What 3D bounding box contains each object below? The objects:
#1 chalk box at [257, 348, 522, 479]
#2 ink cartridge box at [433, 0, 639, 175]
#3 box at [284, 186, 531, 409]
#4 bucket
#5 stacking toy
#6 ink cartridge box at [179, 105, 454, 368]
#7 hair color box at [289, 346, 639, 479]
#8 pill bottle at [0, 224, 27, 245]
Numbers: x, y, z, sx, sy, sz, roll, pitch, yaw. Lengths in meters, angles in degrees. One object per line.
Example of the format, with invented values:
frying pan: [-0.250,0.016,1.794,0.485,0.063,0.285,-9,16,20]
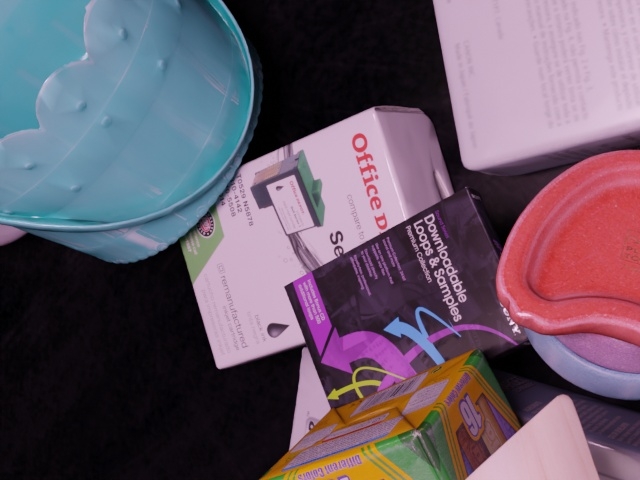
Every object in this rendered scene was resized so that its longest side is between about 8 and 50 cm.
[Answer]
chalk box: [0.078,0.202,0.595,0.132,0.132,0.213,-28,91,29]
ink cartridge box: [0.251,-0.232,0.616,0.385,0.091,0.308,-12,84,31]
box: [0.062,0.050,0.679,0.162,0.029,0.116,-29,71,21]
bucket: [-0.193,-0.124,0.794,0.281,0.183,0.281,-23,52,33]
stacking toy: [0.232,0.112,0.548,0.309,0.130,0.279,25,64,18]
ink cartridge box: [0.000,0.000,0.793,0.219,0.092,0.160,-21,83,31]
hair color box: [0.155,0.207,0.704,0.374,0.113,0.185,14,100,29]
pill bottle: [-0.412,-0.103,1.001,0.264,0.153,0.153,21,105,28]
